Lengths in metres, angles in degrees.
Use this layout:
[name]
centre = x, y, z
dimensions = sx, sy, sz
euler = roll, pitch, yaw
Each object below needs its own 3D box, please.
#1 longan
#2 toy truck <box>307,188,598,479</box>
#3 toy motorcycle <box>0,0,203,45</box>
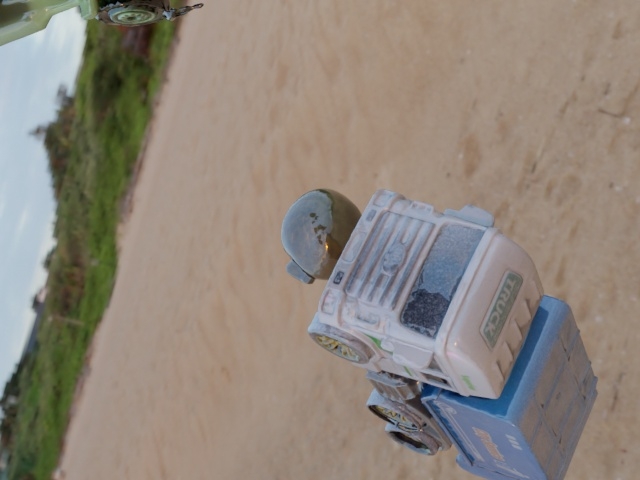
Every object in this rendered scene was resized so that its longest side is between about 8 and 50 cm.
[longan]
centre = 0.000, 0.000, 1.182
dimensions = 0.119, 0.106, 0.106
euler = -57, 16, 19
[toy truck]
centre = 0.131, 0.106, 0.905
dimensions = 0.146, 0.175, 0.367
euler = -64, -33, -19
[toy motorcycle]
centre = -0.131, -0.193, 0.553
dimensions = 0.196, 0.331, 0.125
euler = -1, -98, -60
